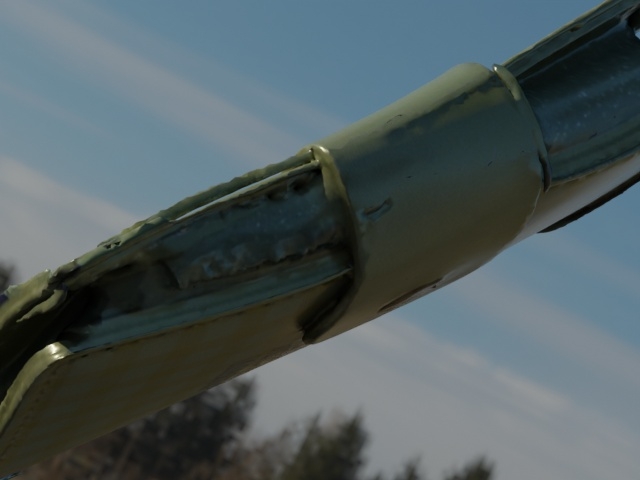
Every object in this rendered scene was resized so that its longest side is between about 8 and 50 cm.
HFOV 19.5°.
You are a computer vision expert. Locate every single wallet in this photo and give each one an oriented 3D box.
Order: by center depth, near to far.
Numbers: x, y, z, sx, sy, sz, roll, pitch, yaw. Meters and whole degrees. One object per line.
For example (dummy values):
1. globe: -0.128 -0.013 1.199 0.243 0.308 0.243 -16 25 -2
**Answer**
1. wallet: 0.000 0.000 0.733 0.077 0.309 0.223 63 -28 3
